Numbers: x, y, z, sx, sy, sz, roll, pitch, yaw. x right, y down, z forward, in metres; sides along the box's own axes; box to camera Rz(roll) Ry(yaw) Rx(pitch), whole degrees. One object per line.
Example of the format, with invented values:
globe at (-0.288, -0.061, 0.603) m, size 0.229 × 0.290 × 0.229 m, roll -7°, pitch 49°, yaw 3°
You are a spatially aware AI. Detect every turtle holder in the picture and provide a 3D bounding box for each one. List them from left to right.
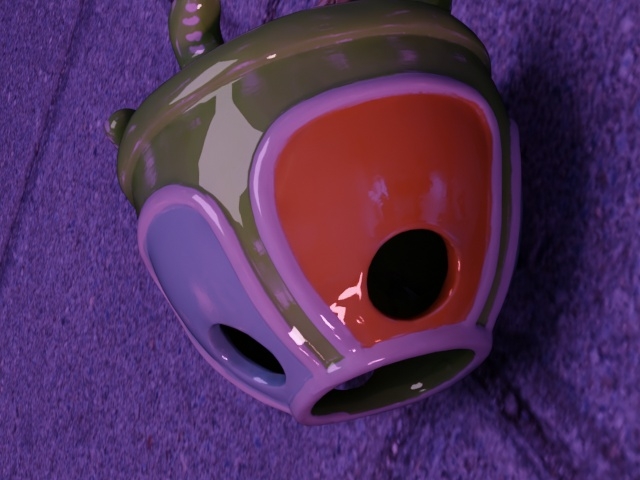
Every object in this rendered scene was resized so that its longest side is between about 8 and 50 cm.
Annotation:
turtle holder at (-0.011, -0.002, 0.932) m, size 0.320 × 0.243 × 0.227 m, roll -36°, pitch 66°, yaw 42°

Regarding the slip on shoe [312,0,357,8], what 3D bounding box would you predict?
slip on shoe at (0.023, -0.164, 1.136) m, size 0.135 × 0.051 × 0.041 m, roll -55°, pitch 32°, yaw 25°
